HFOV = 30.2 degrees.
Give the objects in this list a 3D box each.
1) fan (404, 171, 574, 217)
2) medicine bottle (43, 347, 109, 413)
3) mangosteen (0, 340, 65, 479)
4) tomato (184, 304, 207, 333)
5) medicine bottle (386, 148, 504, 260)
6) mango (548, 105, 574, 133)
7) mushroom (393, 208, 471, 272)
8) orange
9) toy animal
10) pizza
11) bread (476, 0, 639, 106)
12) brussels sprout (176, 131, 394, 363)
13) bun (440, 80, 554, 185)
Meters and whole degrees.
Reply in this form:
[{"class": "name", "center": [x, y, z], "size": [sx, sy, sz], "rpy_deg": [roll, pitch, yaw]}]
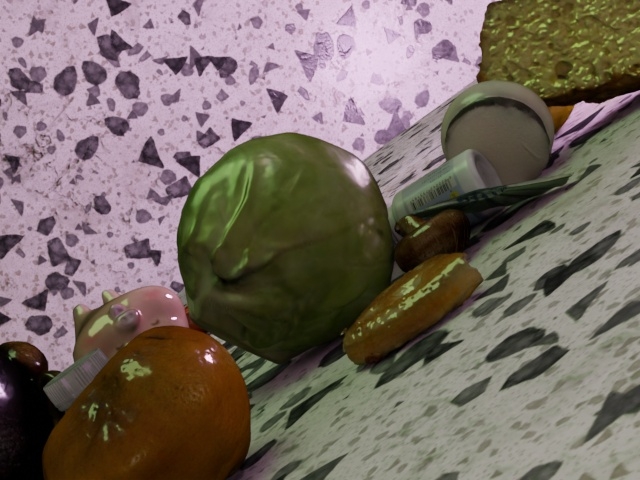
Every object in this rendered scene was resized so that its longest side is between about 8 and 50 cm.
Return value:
[{"class": "fan", "center": [0.234, -0.057, 1.620], "size": [0.240, 0.009, 0.131], "rpy_deg": [-15, -12, 20]}, {"class": "medicine bottle", "center": [-0.265, 0.239, 1.521], "size": [0.132, 0.188, 0.088], "rpy_deg": [-35, 6, 4]}, {"class": "mangosteen", "center": [-0.568, 0.325, 1.909], "size": [0.435, 0.382, 0.382], "rpy_deg": [2, -13, -28]}, {"class": "tomato", "center": [-0.263, 0.170, 2.526], "size": [0.156, 0.069, 0.155], "rpy_deg": [-32, 4, 3]}, {"class": "medicine bottle", "center": [0.173, -0.049, 1.753], "size": [0.187, 0.102, 0.103], "rpy_deg": [-31, 7, 25]}, {"class": "mango", "center": [0.334, -0.221, 2.030], "size": [0.331, 0.142, 0.195], "rpy_deg": [-44, 7, -39]}, {"class": "mushroom", "center": [0.150, 0.003, 1.596], "size": [0.109, 0.084, 0.126], "rpy_deg": [-8, 6, 33]}, {"class": "orange", "center": [-0.183, 0.222, 1.293], "size": [0.249, 0.183, 0.249], "rpy_deg": [-50, -4, -5]}, {"class": "toy animal", "center": [-0.323, 0.204, 2.009], "size": [0.237, 0.269, 0.326], "rpy_deg": [-37, -25, -24]}, {"class": "pizza", "center": [0.102, 0.080, 1.418], "size": [0.182, 0.062, 0.161], "rpy_deg": [-40, 14, -1]}, {"class": "bread", "center": [0.420, -0.310, 1.840], "size": [0.340, 0.194, 0.179], "rpy_deg": [-10, 0, 27]}, {"class": "brussels sprout", "center": [-0.039, 0.009, 1.655], "size": [0.328, 0.328, 0.247], "rpy_deg": [-36, -18, -8]}, {"class": "bun", "center": [0.267, -0.166, 1.792], "size": [0.173, 0.173, 0.120], "rpy_deg": [-32, 22, 27]}]
